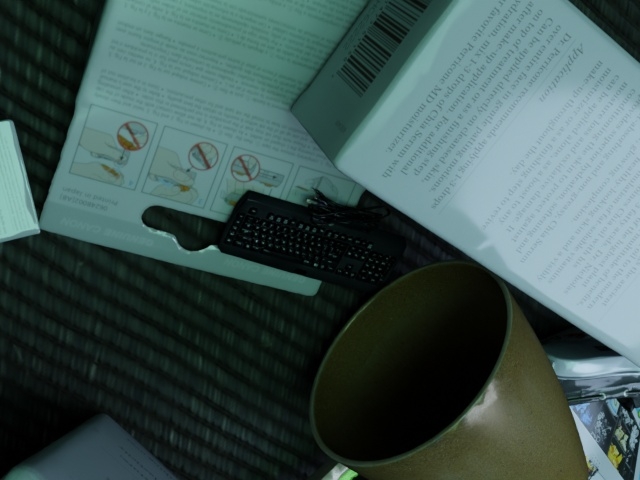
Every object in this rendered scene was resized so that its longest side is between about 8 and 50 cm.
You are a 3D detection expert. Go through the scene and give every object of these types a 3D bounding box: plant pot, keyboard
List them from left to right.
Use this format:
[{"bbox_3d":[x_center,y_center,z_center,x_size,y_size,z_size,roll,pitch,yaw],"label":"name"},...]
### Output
[{"bbox_3d":[0.000,0.000,1.010,0.192,0.038,0.100,15,113,-24],"label":"keyboard"},{"bbox_3d":[0.160,0.187,1.013,0.237,0.237,0.254,-50,119,-6],"label":"plant pot"}]

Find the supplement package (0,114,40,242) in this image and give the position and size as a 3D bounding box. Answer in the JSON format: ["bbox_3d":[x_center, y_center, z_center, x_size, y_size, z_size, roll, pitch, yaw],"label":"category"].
[{"bbox_3d":[-0.350,-0.041,0.870,0.179,0.105,0.105,-15,105,-18],"label":"supplement package"}]

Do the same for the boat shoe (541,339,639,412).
[{"bbox_3d":[0.344,0.156,1.116,0.229,0.080,0.076,0,105,-20],"label":"boat shoe"}]

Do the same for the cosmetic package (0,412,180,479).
[{"bbox_3d":[-0.199,0.378,0.802,0.329,0.393,0.327,44,83,0],"label":"cosmetic package"}]

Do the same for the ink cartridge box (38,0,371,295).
[{"bbox_3d":[-0.076,-0.157,0.980,0.308,0.091,0.385,15,111,-22],"label":"ink cartridge box"}]

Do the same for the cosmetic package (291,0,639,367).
[{"bbox_3d":[0.225,-0.077,0.966,0.453,0.161,0.230,32,102,-27],"label":"cosmetic package"}]

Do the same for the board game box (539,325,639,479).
[{"bbox_3d":[0.309,0.259,1.190,0.193,0.053,0.305,-19,105,-17],"label":"board game box"}]

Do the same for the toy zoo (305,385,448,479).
[{"bbox_3d":[0.118,0.334,1.111,0.192,0.030,0.293,-40,103,-20],"label":"toy zoo"}]
